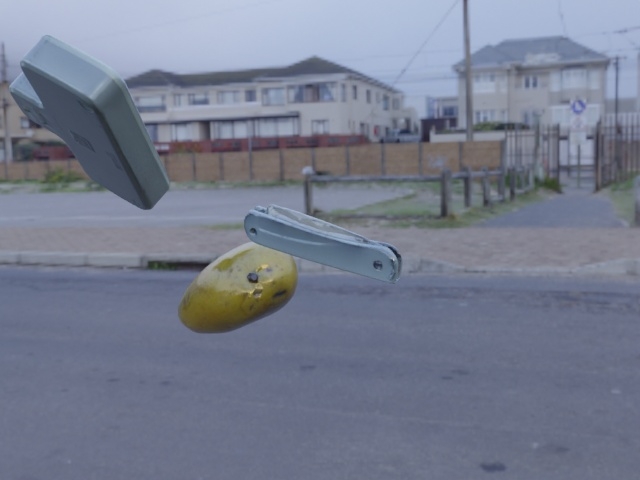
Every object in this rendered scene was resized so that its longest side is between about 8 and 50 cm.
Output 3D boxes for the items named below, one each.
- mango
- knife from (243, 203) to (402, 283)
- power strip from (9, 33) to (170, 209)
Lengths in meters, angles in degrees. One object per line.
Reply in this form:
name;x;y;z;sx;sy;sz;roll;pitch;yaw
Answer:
mango;-0.113;0.071;0.999;0.195;0.098;0.137;-35;-7;40
knife;0.000;0.000;0.693;0.162;0.044;0.023;16;24;24
power strip;-0.299;-0.154;0.939;0.193;0.059;0.265;29;-21;15
